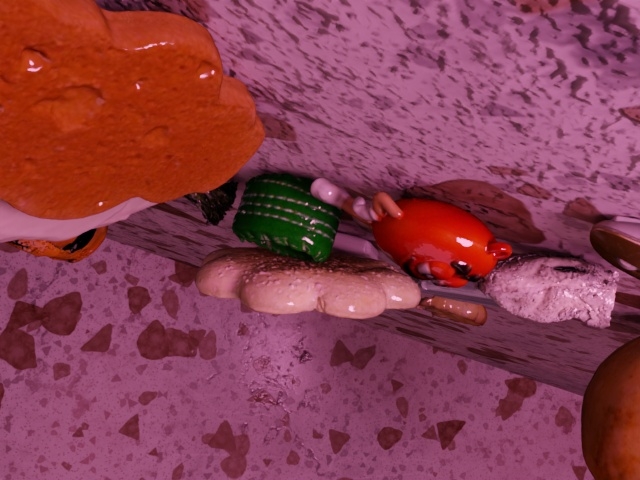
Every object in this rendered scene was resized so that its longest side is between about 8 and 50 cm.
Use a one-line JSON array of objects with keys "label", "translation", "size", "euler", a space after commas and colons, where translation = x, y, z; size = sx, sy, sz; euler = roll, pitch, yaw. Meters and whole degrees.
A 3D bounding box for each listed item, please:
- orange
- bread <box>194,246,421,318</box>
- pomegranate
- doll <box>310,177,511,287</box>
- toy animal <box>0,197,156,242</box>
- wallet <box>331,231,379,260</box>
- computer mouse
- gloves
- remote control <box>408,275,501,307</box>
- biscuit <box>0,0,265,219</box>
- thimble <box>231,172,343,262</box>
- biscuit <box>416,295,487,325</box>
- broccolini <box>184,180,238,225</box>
[{"label": "orange", "translation": [-0.514, -0.055, 1.222], "size": [0.235, 0.182, 0.234], "euler": [12, 180, 0]}, {"label": "bread", "translation": [-0.020, 0.048, 0.887], "size": [0.316, 0.054, 0.316], "euler": [6, -174, -1]}, {"label": "pomegranate", "translation": [0.527, 0.266, 0.856], "size": [0.339, 0.337, 0.338], "euler": [17, 170, 3]}, {"label": "doll", "translation": [0.107, -0.003, 0.716], "size": [0.217, 0.085, 0.183], "euler": [22, 174, 33]}, {"label": "toy animal", "translation": [-0.266, -0.121, 0.570], "size": [0.188, 0.266, 0.308], "euler": [28, -141, 28]}, {"label": "wallet", "translation": [0.000, 0.000, 1.051], "size": [0.190, 0.033, 0.095], "euler": [13, 167, 22]}, {"label": "computer mouse", "translation": [0.335, 0.024, 0.562], "size": [0.199, 0.044, 0.102], "euler": [13, 166, 24]}, {"label": "gloves", "translation": [0.252, 0.047, 0.735], "size": [0.153, 0.070, 0.114], "euler": [6, -167, 22]}, {"label": "remote control", "translation": [0.242, 0.066, 0.937], "size": [0.248, 0.052, 0.104], "euler": [7, 167, 35]}, {"label": "biscuit", "translation": [-0.172, -0.089, 0.467], "size": [0.202, 0.047, 0.334], "euler": [-42, 156, 28]}, {"label": "thimble", "translation": [-0.040, -0.027, 0.807], "size": [0.130, 0.090, 0.118], "euler": [15, 172, 11]}, {"label": "biscuit", "translation": [0.242, 0.115, 1.170], "size": [0.118, 0.061, 0.183], "euler": [13, 171, 18]}, {"label": "broccolini", "translation": [-0.191, -0.099, 0.863], "size": [0.074, 0.058, 0.201], "euler": [-35, 118, 25]}]
